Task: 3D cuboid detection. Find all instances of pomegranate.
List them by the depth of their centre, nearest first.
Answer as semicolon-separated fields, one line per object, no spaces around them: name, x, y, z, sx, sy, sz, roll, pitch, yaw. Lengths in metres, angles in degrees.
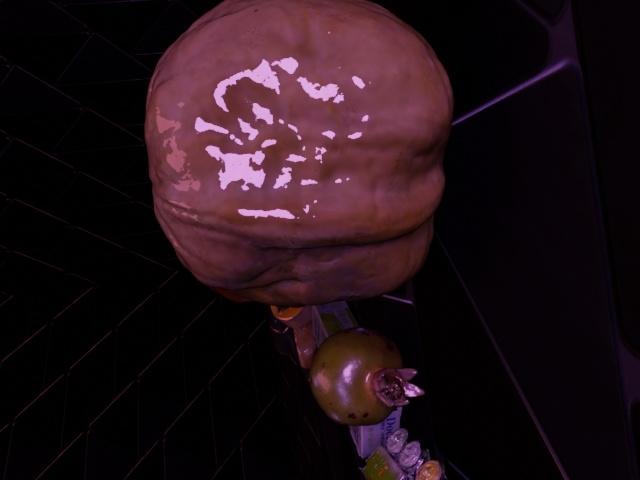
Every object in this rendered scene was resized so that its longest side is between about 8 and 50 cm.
pomegranate;0.058;0.169;0.738;0.159;0.129;0.129;-43;51;47

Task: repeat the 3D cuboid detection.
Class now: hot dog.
hot dog;-0.039;0.194;1.402;0.084;0.073;0.242;90;167;-51

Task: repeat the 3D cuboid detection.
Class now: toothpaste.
toothpaste;0.049;0.206;0.947;0.336;0.067;0.081;-120;25;-63

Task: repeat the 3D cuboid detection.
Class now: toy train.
toy train;0.105;0.270;0.617;0.060;0.081;0.202;44;173;-9

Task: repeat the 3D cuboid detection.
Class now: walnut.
walnut;-0.021;-0.073;0.531;0.253;0.276;0.282;-118;33;-83

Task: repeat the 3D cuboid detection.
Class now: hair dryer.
hair dryer;-0.043;0.265;1.463;0.352;0.107;0.189;-128;28;-55

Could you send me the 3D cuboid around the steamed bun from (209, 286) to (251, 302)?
steamed bun;-0.167;-0.042;1.429;0.235;0.248;0.379;-161;68;-81

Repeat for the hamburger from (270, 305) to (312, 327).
hamburger;-0.055;0.134;1.329;0.081;0.126;0.141;28;-159;-50
